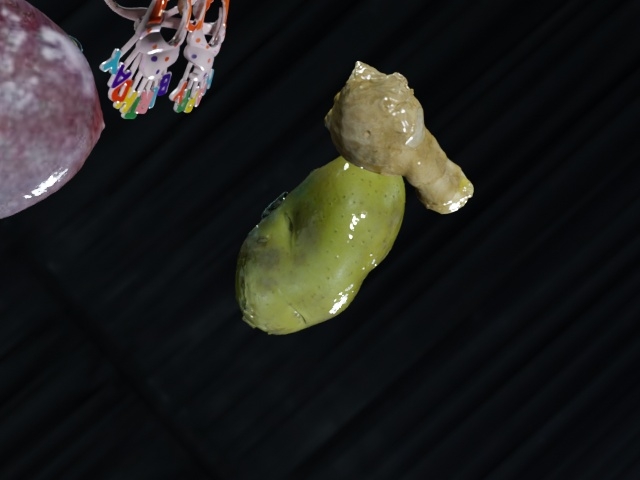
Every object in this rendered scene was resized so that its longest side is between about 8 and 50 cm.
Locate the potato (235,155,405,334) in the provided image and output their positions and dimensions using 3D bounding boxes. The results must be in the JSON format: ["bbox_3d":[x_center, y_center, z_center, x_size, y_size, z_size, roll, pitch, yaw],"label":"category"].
[{"bbox_3d":[0.000,0.000,2.113,0.143,0.248,0.169,33,22,-20],"label":"potato"}]

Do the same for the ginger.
[{"bbox_3d":[0.061,-0.079,1.568,0.096,0.067,0.165,-9,-50,34],"label":"ginger"}]

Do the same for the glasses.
[{"bbox_3d":[-0.191,-0.223,2.102,0.095,0.162,0.255,16,11,25],"label":"glasses"}]

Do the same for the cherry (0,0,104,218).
[{"bbox_3d":[-0.309,-0.114,1.494,0.183,0.266,0.213,-170,-97,-74],"label":"cherry"}]

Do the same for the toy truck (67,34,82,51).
[{"bbox_3d":[-0.338,-0.179,1.841,0.191,0.116,0.085,30,-41,-7],"label":"toy truck"}]
